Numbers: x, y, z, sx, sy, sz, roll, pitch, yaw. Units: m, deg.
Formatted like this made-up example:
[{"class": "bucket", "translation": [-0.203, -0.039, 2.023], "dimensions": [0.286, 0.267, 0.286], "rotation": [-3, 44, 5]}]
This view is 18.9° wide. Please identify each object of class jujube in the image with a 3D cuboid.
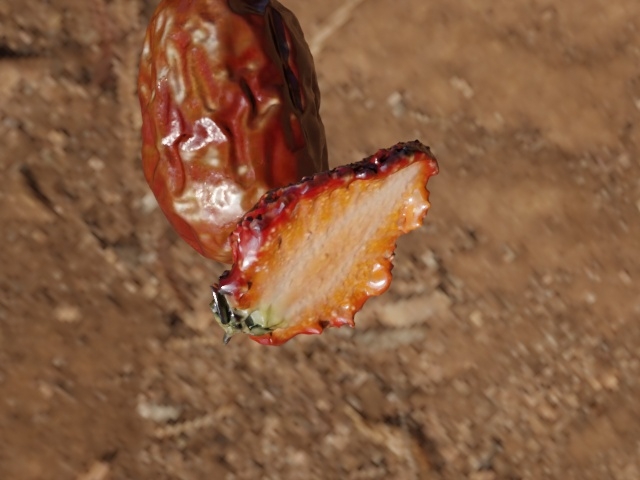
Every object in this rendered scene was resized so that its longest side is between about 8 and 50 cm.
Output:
[{"class": "jujube", "translation": [-0.080, -0.105, 1.679], "dimensions": [0.174, 0.174, 0.250], "rotation": [-15, 82, 23]}]

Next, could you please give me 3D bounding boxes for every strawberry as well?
[{"class": "strawberry", "translation": [-0.001, -0.002, 1.025], "dimensions": [0.152, 0.104, 0.048], "rotation": [-42, 47, -1]}]
